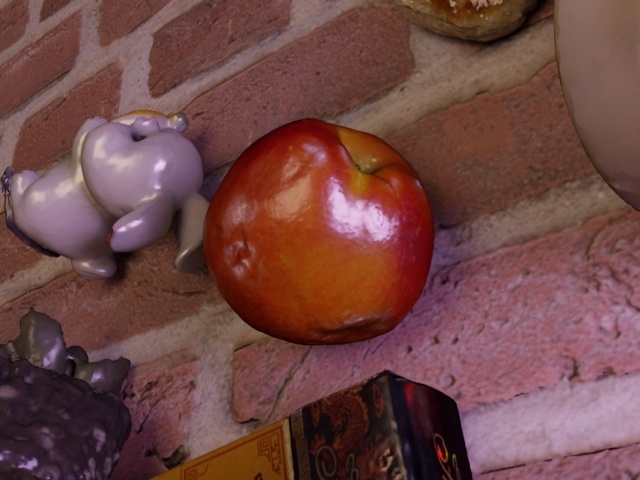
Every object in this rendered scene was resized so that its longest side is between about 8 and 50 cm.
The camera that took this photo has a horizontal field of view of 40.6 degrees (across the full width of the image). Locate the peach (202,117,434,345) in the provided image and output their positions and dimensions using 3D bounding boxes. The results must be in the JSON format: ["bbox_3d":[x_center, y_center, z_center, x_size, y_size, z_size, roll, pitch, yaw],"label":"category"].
[{"bbox_3d":[0.000,0.000,0.874,0.243,0.199,0.244,10,112,27],"label":"peach"}]

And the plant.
[{"bbox_3d":[-0.351,0.237,1.048,0.213,0.215,0.312,-58,16,21],"label":"plant"}]

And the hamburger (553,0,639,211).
[{"bbox_3d":[0.300,-0.150,0.620,0.179,0.276,0.294,-14,64,50],"label":"hamburger"}]

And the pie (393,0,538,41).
[{"bbox_3d":[0.168,-0.318,0.964,0.205,0.084,0.179,32,92,44],"label":"pie"}]

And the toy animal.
[{"bbox_3d":[-0.273,-0.066,1.179,0.310,0.182,0.247,-9,67,34],"label":"toy animal"}]

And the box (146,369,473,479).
[{"bbox_3d":[-0.043,0.318,0.801,0.415,0.115,0.264,-29,51,30],"label":"box"}]
